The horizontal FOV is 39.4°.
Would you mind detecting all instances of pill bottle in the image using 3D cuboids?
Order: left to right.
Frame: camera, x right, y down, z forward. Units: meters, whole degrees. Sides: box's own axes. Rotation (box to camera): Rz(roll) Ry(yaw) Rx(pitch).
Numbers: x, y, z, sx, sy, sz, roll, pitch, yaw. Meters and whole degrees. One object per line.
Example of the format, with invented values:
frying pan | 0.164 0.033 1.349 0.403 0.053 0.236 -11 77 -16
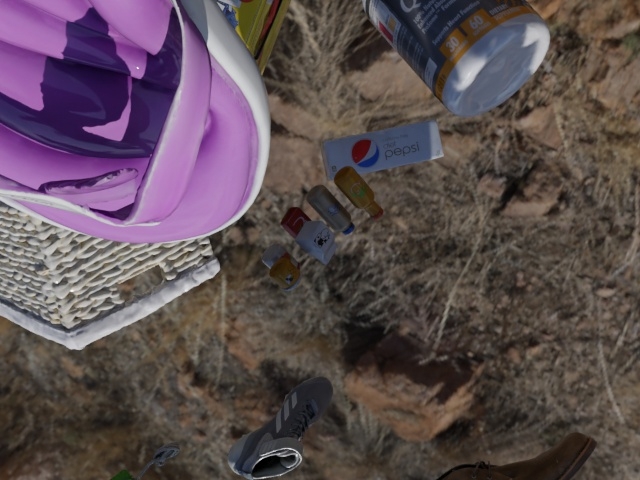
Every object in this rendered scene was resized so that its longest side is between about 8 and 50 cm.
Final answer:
pill bottle | 0.154 -0.308 1.167 0.278 0.162 0.162 53 143 22

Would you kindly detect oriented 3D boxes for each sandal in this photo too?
sandal | -0.116 -0.068 0.367 0.169 0.102 0.416 -8 155 3

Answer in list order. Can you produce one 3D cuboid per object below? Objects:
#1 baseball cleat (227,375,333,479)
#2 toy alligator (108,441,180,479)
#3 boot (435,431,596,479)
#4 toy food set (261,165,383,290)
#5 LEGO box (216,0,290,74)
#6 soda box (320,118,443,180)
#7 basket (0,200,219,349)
baseball cleat | -0.038 0.284 1.325 0.109 0.206 0.072 13 136 52
toy alligator | -0.214 0.267 0.880 0.051 0.190 0.056 55 170 33
boot | 0.254 0.353 1.284 0.115 0.305 0.112 54 -179 16
toy food set | 0.000 0.000 1.451 0.111 0.232 0.104 -3 138 50
LEGO box | -0.248 -0.476 1.600 0.372 0.193 0.500 23 105 5
soda box | 0.112 -0.167 1.658 0.069 0.216 0.074 -168 66 -82
basket | -0.423 -0.017 1.614 0.331 0.328 0.266 11 121 45
